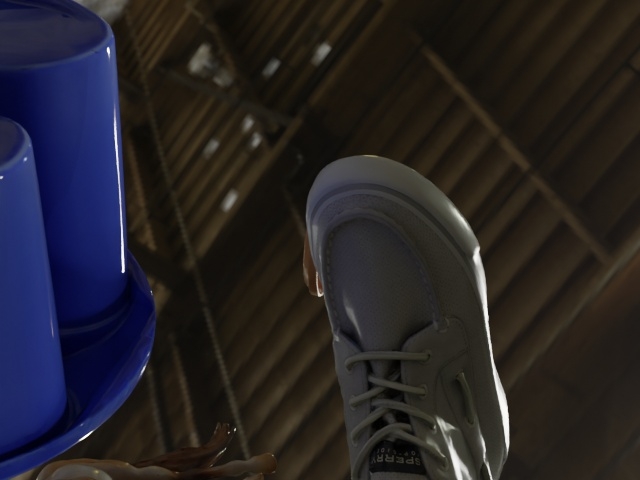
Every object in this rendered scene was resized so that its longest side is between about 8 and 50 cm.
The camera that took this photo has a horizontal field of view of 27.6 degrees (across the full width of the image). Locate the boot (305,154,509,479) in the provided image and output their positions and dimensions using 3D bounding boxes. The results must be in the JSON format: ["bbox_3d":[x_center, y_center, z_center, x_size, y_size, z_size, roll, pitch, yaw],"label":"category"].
[{"bbox_3d":[0.052,0.084,0.728,0.095,0.258,0.123,-9,-141,21],"label":"boot"}]

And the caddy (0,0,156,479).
[{"bbox_3d":[-0.237,-0.006,0.550,0.241,0.341,0.179,-74,173,-60],"label":"caddy"}]

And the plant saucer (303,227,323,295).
[{"bbox_3d":[0.000,0.000,0.983,0.083,0.013,0.084,9,90,-80],"label":"plant saucer"}]

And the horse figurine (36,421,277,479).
[{"bbox_3d":[-0.112,0.149,0.732,0.263,0.174,0.066,34,51,-85],"label":"horse figurine"}]
